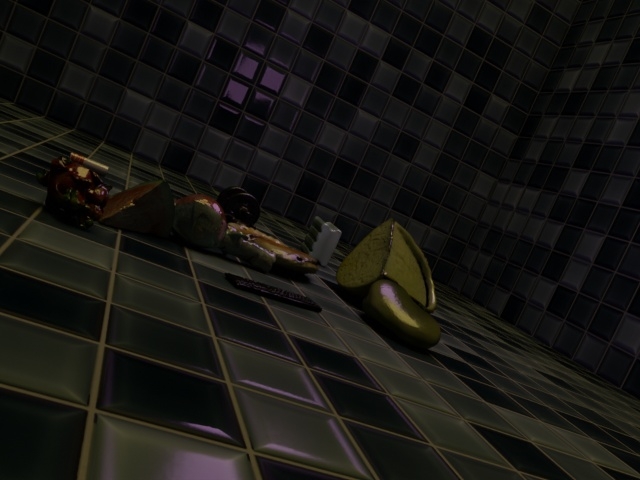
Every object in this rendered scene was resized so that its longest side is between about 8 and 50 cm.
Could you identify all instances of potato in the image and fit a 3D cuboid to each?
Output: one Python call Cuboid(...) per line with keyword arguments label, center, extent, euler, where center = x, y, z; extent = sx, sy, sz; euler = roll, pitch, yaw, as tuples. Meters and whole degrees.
Cuboid(label="potato", center=(0.221, 0.140, 1.959), extent=(0.280, 0.212, 0.330), euler=(47, 33, -21))

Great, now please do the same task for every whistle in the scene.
Cuboid(label="whistle", center=(-0.271, -0.021, 1.608), extent=(0.346, 0.142, 0.134), euler=(31, 27, -26))

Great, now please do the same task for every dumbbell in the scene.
Cuboid(label="dumbbell", center=(-0.327, -0.132, 2.390), extent=(0.143, 0.143, 0.325), euler=(22, 5, -24))

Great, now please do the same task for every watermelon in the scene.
Cuboid(label="watermelon", center=(-0.466, -0.093, 1.463), extent=(0.207, 0.136, 0.202), euler=(10, -5, 14))

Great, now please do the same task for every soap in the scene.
Cuboid(label="soap", center=(0.000, 0.000, 2.464), extent=(0.087, 0.160, 0.265), euler=(24, 4, -10))

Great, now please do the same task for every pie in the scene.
Cuboid(label="pie", center=(-0.160, 0.031, 1.863), extent=(0.338, 0.077, 0.339), euler=(21, 3, -1))

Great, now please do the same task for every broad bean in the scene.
Cuboid(label="broad bean", center=(0.217, 0.197, 1.634), extent=(0.189, 0.121, 0.263), euler=(15, 12, -41))

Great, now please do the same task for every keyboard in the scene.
Cuboid(label="keyboard", center=(-0.107, 0.124, 1.432), extent=(0.250, 0.017, 0.087), euler=(22, 4, -34))

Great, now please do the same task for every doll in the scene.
Cuboid(label="doll", center=(-0.288, -0.046, 2.188), extent=(0.138, 0.057, 0.165), euler=(23, -4, 2))

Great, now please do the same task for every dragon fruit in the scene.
Cuboid(label="dragon fruit", center=(-0.514, -0.101, 1.271), extent=(0.175, 0.142, 0.138), euler=(58, -8, 44))

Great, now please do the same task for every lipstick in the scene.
Cuboid(label="lipstick", center=(-0.805, -0.264, 2.090), extent=(0.130, 0.039, 0.038), euler=(23, 5, -23))
